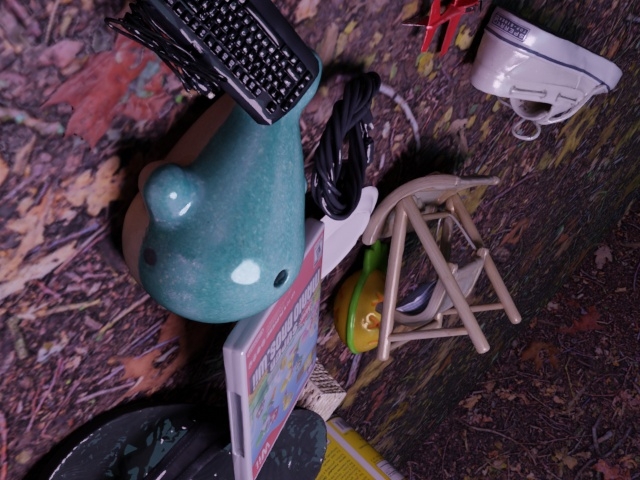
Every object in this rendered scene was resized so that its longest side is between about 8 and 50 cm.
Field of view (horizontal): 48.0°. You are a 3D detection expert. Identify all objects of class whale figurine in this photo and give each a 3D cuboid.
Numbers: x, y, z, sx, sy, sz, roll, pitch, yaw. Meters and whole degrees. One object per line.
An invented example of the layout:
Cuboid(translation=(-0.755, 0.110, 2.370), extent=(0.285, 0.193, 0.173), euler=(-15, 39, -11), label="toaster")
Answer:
Cuboid(translation=(-0.064, -0.044, 0.655), extent=(0.216, 0.141, 0.272), euler=(-5, 127, -57), label="whale figurine")

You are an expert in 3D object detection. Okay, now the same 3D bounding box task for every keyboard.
Cuboid(translation=(-0.075, -0.151, 0.520), extent=(0.100, 0.038, 0.192), euler=(-51, 130, -3), label="keyboard")

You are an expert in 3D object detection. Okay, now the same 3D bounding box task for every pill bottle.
Cuboid(translation=(0.066, 0.502, 1.413), extent=(0.188, 0.334, 0.188), euler=(-39, 153, -24), label="pill bottle")

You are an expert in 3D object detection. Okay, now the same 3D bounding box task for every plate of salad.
Cuboid(translation=(0.000, 0.000, 0.942), extent=(0.200, 0.048, 0.200), euler=(-43, 165, -14), label="plate of salad")

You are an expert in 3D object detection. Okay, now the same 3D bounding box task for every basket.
Cuboid(translation=(-0.052, 0.275, 1.171), extent=(0.167, 0.103, 0.113), euler=(-53, 155, 8), label="basket")

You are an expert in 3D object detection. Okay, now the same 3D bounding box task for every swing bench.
Cuboid(translation=(0.186, 0.029, 1.096), extent=(0.253, 0.165, 0.254), euler=(-8, 88, -62), label="swing bench")

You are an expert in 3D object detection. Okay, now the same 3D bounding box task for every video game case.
Cuboid(translation=(-0.050, 0.138, 0.850), extent=(0.285, 0.025, 0.204), euler=(94, 21, -46), label="video game case")

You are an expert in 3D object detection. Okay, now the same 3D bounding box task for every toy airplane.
Cuboid(translation=(0.154, -0.272, 0.843), extent=(0.151, 0.028, 0.151), euler=(-39, 151, -26), label="toy airplane")

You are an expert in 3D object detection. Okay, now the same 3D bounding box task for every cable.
Cuboid(translation=(0.034, -0.103, 0.775), extent=(0.184, 0.047, 0.150), euler=(-51, 157, -63), label="cable")

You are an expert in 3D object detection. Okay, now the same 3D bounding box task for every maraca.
Cuboid(translation=(0.077, 0.090, 1.148), extent=(0.127, 0.099, 0.185), euler=(27, 75, -69), label="maraca")

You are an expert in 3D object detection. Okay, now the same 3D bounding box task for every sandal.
Cuboid(translation=(-0.139, 0.288, 0.918), extent=(0.446, 0.107, 0.167), euler=(2, 94, -44), label="sandal")

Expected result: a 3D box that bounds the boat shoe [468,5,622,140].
Cuboid(translation=(0.329, -0.230, 1.076), extent=(0.367, 0.136, 0.156), euler=(-7, 131, -53), label="boat shoe")
